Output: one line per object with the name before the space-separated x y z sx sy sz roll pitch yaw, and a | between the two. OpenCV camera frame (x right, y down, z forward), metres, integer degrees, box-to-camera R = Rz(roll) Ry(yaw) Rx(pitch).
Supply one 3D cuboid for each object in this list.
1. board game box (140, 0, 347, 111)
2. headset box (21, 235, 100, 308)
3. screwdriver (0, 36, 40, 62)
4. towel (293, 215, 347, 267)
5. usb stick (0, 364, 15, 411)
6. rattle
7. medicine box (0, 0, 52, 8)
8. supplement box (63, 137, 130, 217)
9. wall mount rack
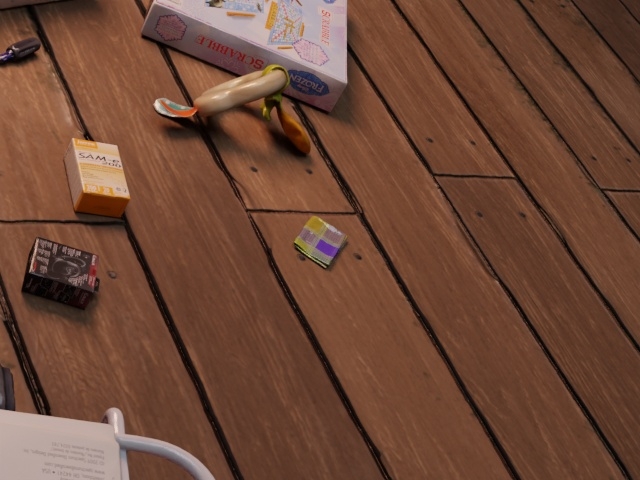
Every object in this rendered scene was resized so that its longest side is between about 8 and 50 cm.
board game box | -0.110 -0.371 1.949 0.318 0.066 0.319 21 37 -15
headset box | -0.288 0.037 1.373 0.083 0.032 0.062 19 39 -19
screwdriver | -0.431 -0.231 1.597 0.024 0.025 0.170 41 46 10
towel | 0.000 0.000 1.649 0.060 0.009 0.083 35 36 2
usb stick | -0.426 0.138 1.143 0.278 0.045 0.077 8 42 -30
rattle | -0.126 -0.163 1.729 0.130 0.143 0.199 20 40 42
medicine box | -0.480 -0.465 1.713 0.263 0.149 0.289 46 39 18
supplement box | -0.277 -0.078 1.510 0.062 0.036 0.098 8 43 -31
wall mount rack | -0.242 0.239 0.863 0.350 0.130 0.304 13 36 -23
